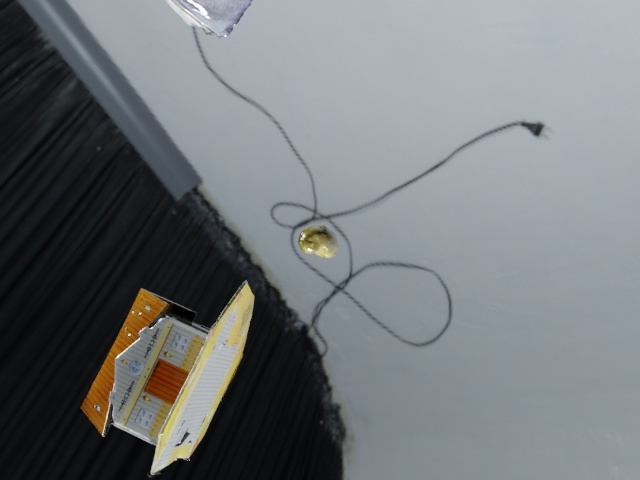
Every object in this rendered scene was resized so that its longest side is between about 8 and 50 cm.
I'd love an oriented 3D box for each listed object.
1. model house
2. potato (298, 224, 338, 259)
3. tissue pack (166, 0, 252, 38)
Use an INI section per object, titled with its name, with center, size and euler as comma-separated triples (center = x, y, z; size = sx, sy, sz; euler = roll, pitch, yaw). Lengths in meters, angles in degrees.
[model house]
center = -0.175, 0.124, 0.861
size = 0.136, 0.219, 0.207
euler = 23, 174, 10
[potato]
center = 0.000, 0.000, 1.167
size = 0.046, 0.045, 0.092
euler = -41, 152, 21
[tissue pack]
center = -0.120, -0.496, 0.968
size = 0.288, 0.394, 0.124
euler = 36, -177, -42
